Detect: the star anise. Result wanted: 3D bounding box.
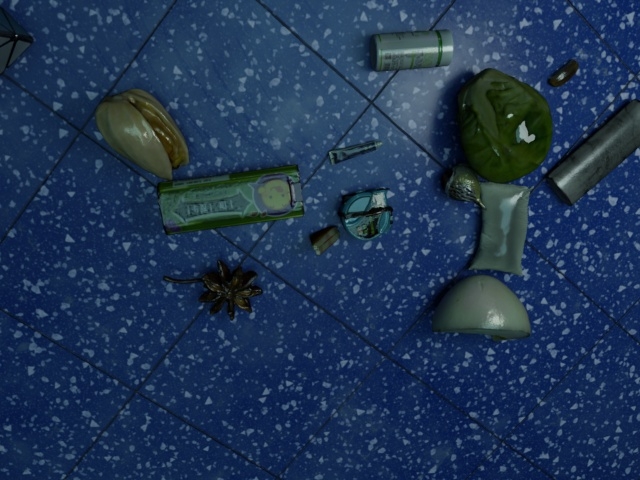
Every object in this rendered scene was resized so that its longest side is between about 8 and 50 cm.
[{"bbox_3d":[-0.258,0.110,1.389,0.177,0.073,0.234,-39,124,13],"label":"star anise"}]

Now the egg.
[{"bbox_3d":[0.443,0.176,1.450,0.270,0.206,0.162,8,73,-18],"label":"egg"}]

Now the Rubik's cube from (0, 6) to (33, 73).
[{"bbox_3d":[-0.770,-0.428,1.106,0.207,0.205,0.205,-40,106,6],"label":"Rubik's cube"}]

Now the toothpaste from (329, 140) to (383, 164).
[{"bbox_3d":[0.091,-0.227,1.369,0.139,0.021,0.037,-16,108,0],"label":"toothpaste"}]

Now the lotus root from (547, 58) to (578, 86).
[{"bbox_3d":[0.622,-0.421,1.375,0.083,0.030,0.037,-40,108,6],"label":"lotus root"}]

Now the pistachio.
[{"bbox_3d":[-0.406,-0.240,1.243,0.157,0.157,0.229,-40,112,5],"label":"pistachio"}]

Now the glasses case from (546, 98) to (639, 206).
[{"bbox_3d":[0.744,-0.230,1.429,0.299,0.060,0.114,-42,109,6],"label":"glasses case"}]

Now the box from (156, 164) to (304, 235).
[{"bbox_3d":[-0.218,-0.100,1.329,0.345,0.097,0.134,-9,99,-4],"label":"box"}]

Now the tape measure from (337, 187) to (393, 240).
[{"bbox_3d":[0.117,-0.064,1.388,0.145,0.081,0.126,-10,104,-4],"label":"tape measure"}]

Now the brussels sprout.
[{"bbox_3d":[0.437,-0.282,1.305,0.219,0.210,0.272,-29,92,24],"label":"brussels sprout"}]

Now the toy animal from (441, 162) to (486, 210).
[{"bbox_3d":[0.367,-0.129,1.392,0.098,0.098,0.137,-21,89,-1],"label":"toy animal"}]

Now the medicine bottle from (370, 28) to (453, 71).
[{"bbox_3d":[0.215,-0.452,1.286,0.183,0.086,0.086,-6,107,-6],"label":"medicine bottle"}]

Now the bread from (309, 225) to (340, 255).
[{"bbox_3d":[0.000,0.000,1.410,0.109,0.062,0.043,-39,116,-40],"label":"bread"}]

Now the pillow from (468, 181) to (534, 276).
[{"bbox_3d":[0.480,-0.029,1.447,0.144,0.078,0.254,2,106,3],"label":"pillow"}]
